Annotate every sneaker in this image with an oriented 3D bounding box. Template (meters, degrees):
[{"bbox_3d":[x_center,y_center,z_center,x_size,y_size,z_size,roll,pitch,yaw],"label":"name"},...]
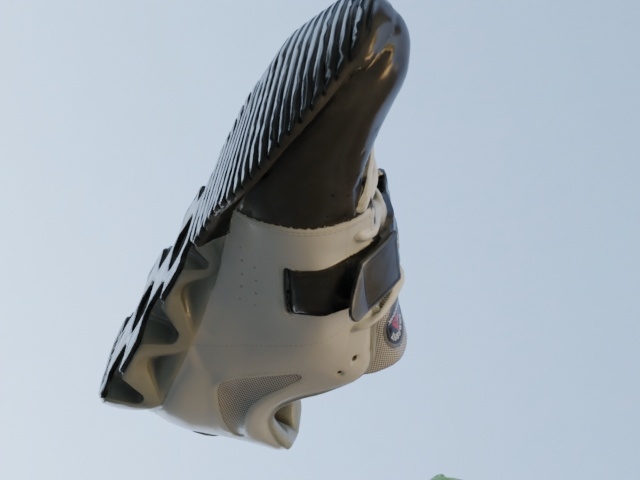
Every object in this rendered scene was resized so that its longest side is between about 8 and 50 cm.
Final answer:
[{"bbox_3d":[0.000,0.000,1.117,0.146,0.122,0.330,24,-46,-8],"label":"sneaker"}]

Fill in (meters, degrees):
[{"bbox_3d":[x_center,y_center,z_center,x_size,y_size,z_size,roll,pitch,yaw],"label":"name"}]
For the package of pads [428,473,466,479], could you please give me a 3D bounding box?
[{"bbox_3d":[0.094,0.243,1.254,0.229,0.296,0.101,8,-75,32],"label":"package of pads"}]
